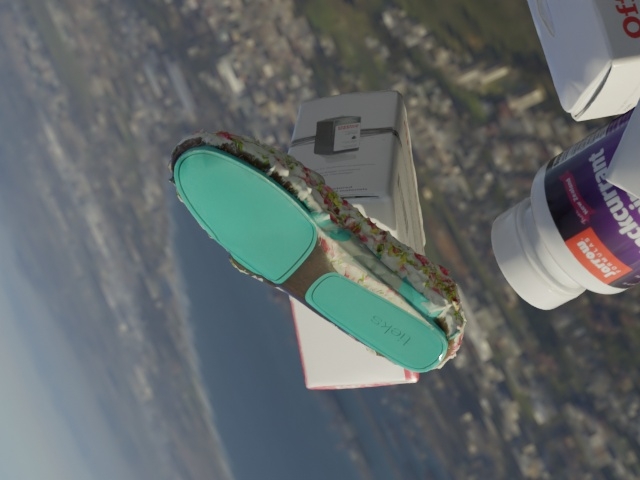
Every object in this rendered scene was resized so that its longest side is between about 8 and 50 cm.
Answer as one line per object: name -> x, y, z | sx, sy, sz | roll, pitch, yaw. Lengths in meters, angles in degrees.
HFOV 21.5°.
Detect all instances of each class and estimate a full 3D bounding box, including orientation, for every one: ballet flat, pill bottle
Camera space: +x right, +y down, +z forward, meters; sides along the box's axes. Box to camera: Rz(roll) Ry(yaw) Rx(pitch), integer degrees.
ballet flat -> 0.000, 0.000, 1.134 | 0.241, 0.091, 0.077 | 40, -145, -16
pill bottle -> 0.216, -0.028, 1.173 | 0.193, 0.108, 0.108 | -34, 78, 36

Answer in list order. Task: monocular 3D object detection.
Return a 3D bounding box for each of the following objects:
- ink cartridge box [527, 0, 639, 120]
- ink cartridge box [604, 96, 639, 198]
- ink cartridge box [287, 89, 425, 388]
ink cartridge box -> 0.328, -0.235, 1.441 | 0.117, 0.283, 0.207 | 115, 142, -69
ink cartridge box -> 0.313, -0.115, 0.846 | 0.197, 0.198, 0.270 | 32, 113, 26
ink cartridge box -> 0.028, -0.006, 1.311 | 0.218, 0.092, 0.158 | -76, -22, -64
